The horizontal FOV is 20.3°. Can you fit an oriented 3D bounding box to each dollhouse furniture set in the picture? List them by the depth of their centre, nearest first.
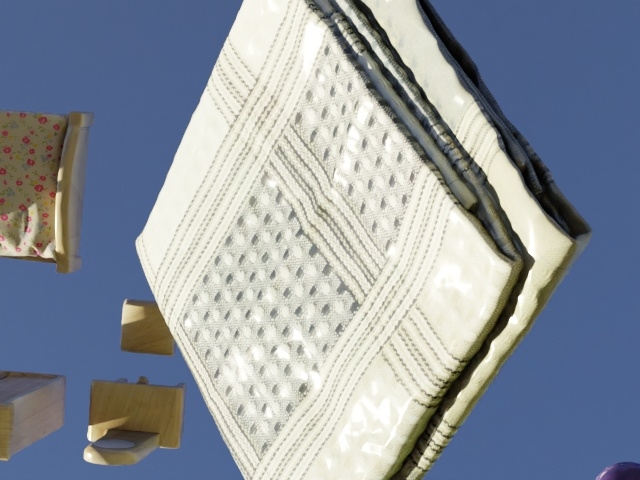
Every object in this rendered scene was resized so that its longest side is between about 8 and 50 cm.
[{"bbox_3d":[-0.258,-0.010,1.468,0.303,0.174,0.356,5,-85,8],"label":"dollhouse furniture set"}]

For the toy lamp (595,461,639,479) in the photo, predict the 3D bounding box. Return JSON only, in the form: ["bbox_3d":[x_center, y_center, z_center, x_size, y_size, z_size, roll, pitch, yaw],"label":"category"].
[{"bbox_3d":[0.249,0.244,1.363,0.080,0.080,0.275,-22,-36,3],"label":"toy lamp"}]

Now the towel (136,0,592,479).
[{"bbox_3d":[0.000,0.000,1.086,0.056,0.312,0.324,4,-48,-36],"label":"towel"}]
